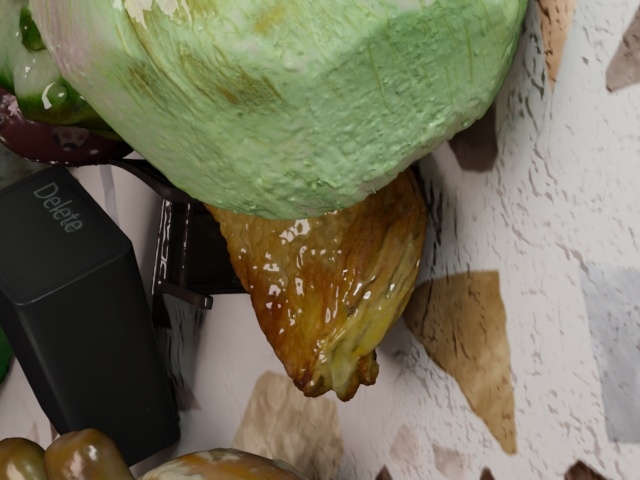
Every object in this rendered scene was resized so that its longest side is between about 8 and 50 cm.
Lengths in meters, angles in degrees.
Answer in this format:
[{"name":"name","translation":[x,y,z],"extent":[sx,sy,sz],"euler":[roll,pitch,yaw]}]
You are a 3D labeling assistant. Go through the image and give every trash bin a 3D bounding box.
[{"name":"trash bin","translation":[-0.214,0.077,1.711],"extent":[0.165,0.115,0.225],"euler":[42,155,47]}]

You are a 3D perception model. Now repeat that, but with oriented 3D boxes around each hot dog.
[{"name":"hot dog","translation":[0.002,-0.002,1.415],"extent":[0.175,0.114,0.259],"euler":[-59,46,38]}]

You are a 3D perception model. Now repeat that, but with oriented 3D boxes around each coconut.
[{"name":"coconut","translation":[-0.030,-0.188,1.229],"extent":[0.281,0.328,0.328],"euler":[-74,5,-53]}]

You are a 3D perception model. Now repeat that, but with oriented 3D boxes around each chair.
[{"name":"chair","translation":[-0.110,-0.009,1.623],"extent":[0.212,0.084,0.101],"euler":[15,103,57]}]

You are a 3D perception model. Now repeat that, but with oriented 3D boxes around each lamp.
[{"name":"lamp","translation":[-0.221,-0.135,1.712],"extent":[0.157,0.156,0.135],"euler":[23,115,56]}]

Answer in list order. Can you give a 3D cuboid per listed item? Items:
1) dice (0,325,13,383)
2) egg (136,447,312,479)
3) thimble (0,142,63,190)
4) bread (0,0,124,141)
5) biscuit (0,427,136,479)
[{"name":"dice","translation":[-0.497,0.036,2.065],"extent":[0.297,0.287,0.300],"euler":[61,141,35]},{"name":"egg","translation":[-0.065,0.257,1.481],"extent":[0.233,0.195,0.195],"euler":[7,101,36]},{"name":"thimble","translation":[-0.362,-0.177,1.907],"extent":[0.291,0.195,0.292],"euler":[14,106,56]},{"name":"bread","translation":[-0.149,-0.272,1.515],"extent":[0.366,0.129,0.382],"euler":[-1,83,45]},{"name":"biscuit","translation":[-0.185,0.299,1.713],"extent":[0.237,0.062,0.291],"euler":[-10,110,57]}]
